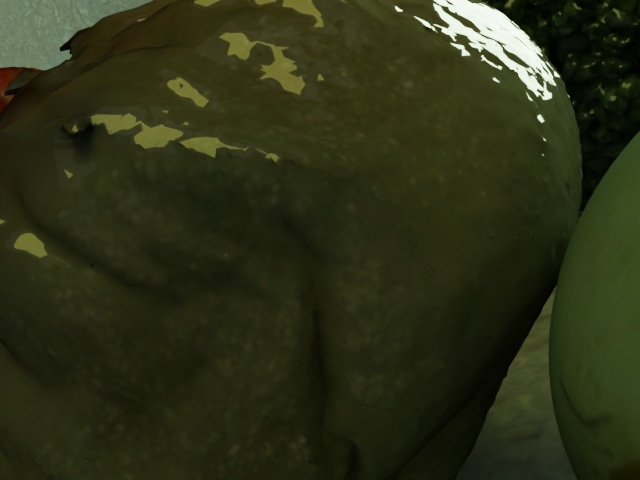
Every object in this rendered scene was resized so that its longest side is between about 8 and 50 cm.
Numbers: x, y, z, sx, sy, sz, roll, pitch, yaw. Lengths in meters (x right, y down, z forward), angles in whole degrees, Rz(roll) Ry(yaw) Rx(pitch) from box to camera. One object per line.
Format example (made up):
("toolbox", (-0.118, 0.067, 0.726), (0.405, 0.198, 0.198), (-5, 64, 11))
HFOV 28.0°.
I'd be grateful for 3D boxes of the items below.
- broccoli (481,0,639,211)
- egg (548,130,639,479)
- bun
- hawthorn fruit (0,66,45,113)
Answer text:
("broccoli", (0.188, -0.134, 0.844), (0.246, 0.248, 0.288), (-27, 61, -27))
("egg", (0.196, 0.022, 0.391), (0.283, 0.202, 0.203), (-17, 12, -29))
("bun", (-0.035, 0.011, 0.491), (0.281, 0.205, 0.281), (-159, 90, -80))
("hawthorn fruit", (-0.257, 0.014, 0.976), (0.265, 0.265, 0.307), (-38, 0, -36))
